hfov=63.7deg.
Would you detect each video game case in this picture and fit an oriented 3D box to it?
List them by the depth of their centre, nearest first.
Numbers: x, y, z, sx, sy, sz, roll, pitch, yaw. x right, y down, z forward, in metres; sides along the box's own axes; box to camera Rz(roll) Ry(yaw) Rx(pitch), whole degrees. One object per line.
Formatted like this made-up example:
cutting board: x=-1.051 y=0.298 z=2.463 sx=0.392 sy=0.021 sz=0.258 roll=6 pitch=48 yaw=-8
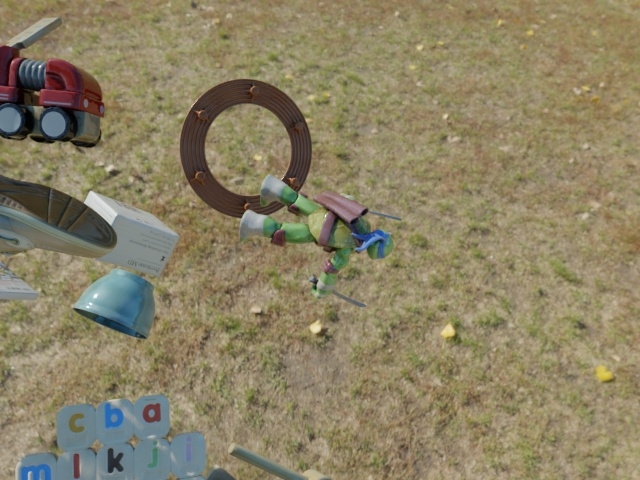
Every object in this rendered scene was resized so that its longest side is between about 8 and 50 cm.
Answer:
video game case: x=-0.807 y=0.088 z=1.214 sx=0.183 sy=0.023 sz=0.201 roll=28 pitch=5 yaw=25

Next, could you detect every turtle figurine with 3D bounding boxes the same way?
turtle figurine: x=0.000 y=0.000 z=0.968 sx=0.266 sy=0.198 sz=0.274 roll=21 pitch=5 yaw=9

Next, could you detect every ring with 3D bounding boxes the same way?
ring: x=-0.168 y=-0.218 z=1.242 sx=0.336 sy=0.337 sz=0.032 roll=-16 pitch=16 yaw=-22

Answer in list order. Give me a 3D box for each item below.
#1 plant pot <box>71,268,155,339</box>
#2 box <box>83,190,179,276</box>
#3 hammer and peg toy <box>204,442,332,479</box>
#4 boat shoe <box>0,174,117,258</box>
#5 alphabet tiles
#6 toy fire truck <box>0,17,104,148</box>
plant pot: x=-0.752 y=0.229 z=1.953 sx=0.292 sy=0.293 sz=0.196 roll=17 pitch=68 yaw=8
box: x=-0.481 y=-0.015 z=1.267 sx=0.181 sy=0.119 sz=0.181 roll=30 pitch=4 yaw=41
hammer and peg toy: x=-0.157 y=0.554 z=0.971 sx=0.266 sy=0.127 sz=0.361 roll=44 pitch=67 yaw=-11
boat shoe: x=-0.472 y=-0.032 z=0.789 sx=0.302 sy=0.098 sz=0.109 roll=23 pitch=23 yaw=-23
alphabet tiles: x=-0.326 y=0.396 z=0.823 sx=0.283 sy=0.021 sz=0.278 roll=-3 pitch=85 yaw=-16
toy fire truck: x=-0.506 y=-0.303 z=0.944 sx=0.216 sy=0.247 sz=0.158 roll=6 pitch=4 yaw=4
